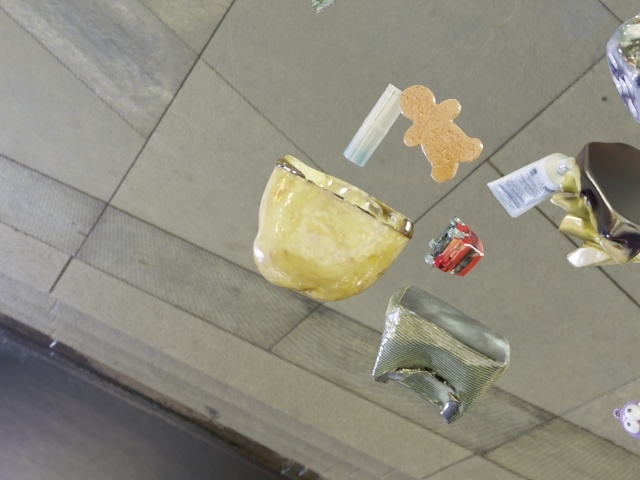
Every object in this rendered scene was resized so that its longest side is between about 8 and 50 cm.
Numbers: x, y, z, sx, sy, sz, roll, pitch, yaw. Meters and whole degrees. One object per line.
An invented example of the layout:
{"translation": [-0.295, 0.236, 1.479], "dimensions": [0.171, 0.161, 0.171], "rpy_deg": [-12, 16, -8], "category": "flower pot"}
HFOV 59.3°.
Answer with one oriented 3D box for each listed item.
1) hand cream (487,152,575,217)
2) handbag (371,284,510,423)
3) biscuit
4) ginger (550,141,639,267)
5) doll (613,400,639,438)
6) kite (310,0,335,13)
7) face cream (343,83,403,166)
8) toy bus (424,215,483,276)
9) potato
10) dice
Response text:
{"translation": [0.538, -0.143, 1.429], "dimensions": [0.124, 0.077, 0.341], "rpy_deg": [51, 167, 2], "category": "hand cream"}
{"translation": [0.300, 0.295, 1.465], "dimensions": [0.340, 0.247, 0.240], "rpy_deg": [28, 111, 10], "category": "handbag"}
{"translation": [0.290, -0.281, 1.415], "dimensions": [0.165, 0.036, 0.250], "rpy_deg": [-38, 82, 26], "category": "biscuit"}
{"translation": [0.577, -0.001, 1.000], "dimensions": [0.358, 0.413, 0.211], "rpy_deg": [28, 127, 15], "category": "ginger"}
{"translation": [0.635, 0.338, 1.022], "dimensions": [0.205, 0.067, 0.110], "rpy_deg": [0, 79, 53], "category": "doll"}
{"translation": [0.014, -0.581, 1.160], "dimensions": [0.267, 0.013, 0.323], "rpy_deg": [7, 161, 9], "category": "kite"}
{"translation": [0.168, -0.345, 1.703], "dimensions": [0.077, 0.077, 0.250], "rpy_deg": [35, 108, 0], "category": "face cream"}
{"translation": [0.271, 0.018, 1.119], "dimensions": [0.089, 0.195, 0.081], "rpy_deg": [40, 109, 4], "category": "toy bus"}
{"translation": [0.000, 0.000, 1.028], "dimensions": [0.285, 0.243, 0.242], "rpy_deg": [27, 126, -16], "category": "potato"}
{"translation": [0.705, -0.357, 1.140], "dimensions": [0.182, 0.183, 0.181], "rpy_deg": [-25, 141, 22], "category": "dice"}
